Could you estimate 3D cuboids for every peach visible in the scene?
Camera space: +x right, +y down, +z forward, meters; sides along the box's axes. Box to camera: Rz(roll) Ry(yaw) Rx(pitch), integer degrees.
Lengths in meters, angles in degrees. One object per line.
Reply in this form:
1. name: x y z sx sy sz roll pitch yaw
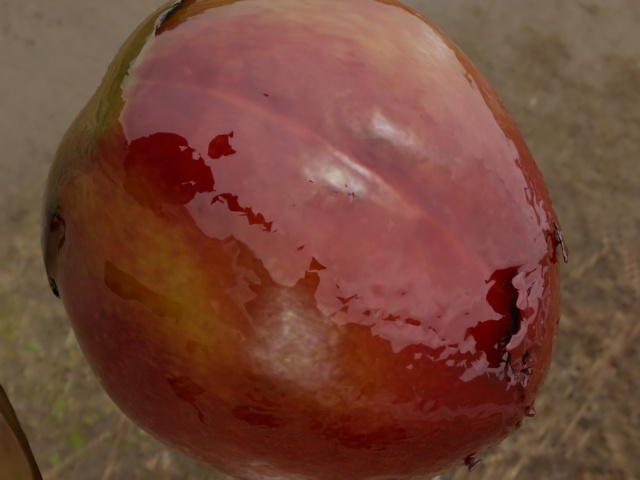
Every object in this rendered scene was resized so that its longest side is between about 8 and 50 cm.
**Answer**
1. peach: 0.000 0.000 1.230 0.370 0.370 0.370 16 39 -13

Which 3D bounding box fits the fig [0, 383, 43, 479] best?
1. fig: -0.163 0.101 0.379 0.235 0.235 0.214 37 11 14
